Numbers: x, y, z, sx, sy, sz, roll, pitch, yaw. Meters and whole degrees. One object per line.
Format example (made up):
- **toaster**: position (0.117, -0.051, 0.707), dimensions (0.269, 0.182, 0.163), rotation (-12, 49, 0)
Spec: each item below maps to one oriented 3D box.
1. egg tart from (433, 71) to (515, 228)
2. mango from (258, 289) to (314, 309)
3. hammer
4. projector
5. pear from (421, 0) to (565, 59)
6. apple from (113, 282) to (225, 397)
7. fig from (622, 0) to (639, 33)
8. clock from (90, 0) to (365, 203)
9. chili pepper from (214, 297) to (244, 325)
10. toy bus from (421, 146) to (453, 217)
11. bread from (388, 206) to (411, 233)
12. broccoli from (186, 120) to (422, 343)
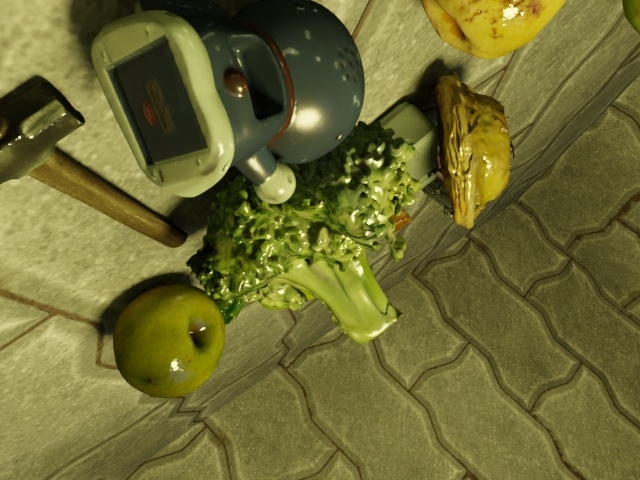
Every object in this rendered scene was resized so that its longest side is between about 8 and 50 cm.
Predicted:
- **egg tart**: position (0.278, -0.167, 0.848), dimensions (0.116, 0.294, 0.295), rotation (-10, 167, 12)
- **mango**: position (-0.038, 0.070, 1.079), dimensions (0.293, 0.143, 0.175), rotation (-33, -176, 24)
- **hammer**: position (-0.239, -0.046, 0.538), dimensions (0.111, 0.043, 0.365), rotation (-38, 166, -3)
- **projector**: position (0.136, -0.146, 0.928), dimensions (0.192, 0.099, 0.257), rotation (-38, 163, 4)
- **pear**: position (0.209, -0.306, 0.537), dimensions (0.178, 0.178, 0.178), rotation (-34, 163, -12)
- **apple**: position (-0.262, 0.170, 0.803), dimensions (0.157, 0.196, 0.196), rotation (-20, 172, 27)
- **fig**: position (0.767, -0.532, 0.947), dimensions (0.258, 0.258, 0.326), rotation (-50, 172, 35)
- **clock**: position (-0.058, -0.133, 0.423), dimensions (0.147, 0.199, 0.243), rotation (-10, -164, 39)
- **chili pepper**: position (-0.204, 0.133, 1.027), dimensions (0.204, 0.073, 0.072), rotation (-46, 148, 21)
- **toy bus**: position (0.305, -0.144, 1.112), dimensions (0.108, 0.199, 0.096), rotation (-44, 166, -21)
- **bread**: position (0.204, -0.071, 1.286), dimensions (0.070, 0.083, 0.077), rotation (-32, 161, 12)
- **broccoli**: position (-0.020, -0.014, 0.672), dimensions (0.339, 0.317, 0.277), rotation (-1, -153, 20)
